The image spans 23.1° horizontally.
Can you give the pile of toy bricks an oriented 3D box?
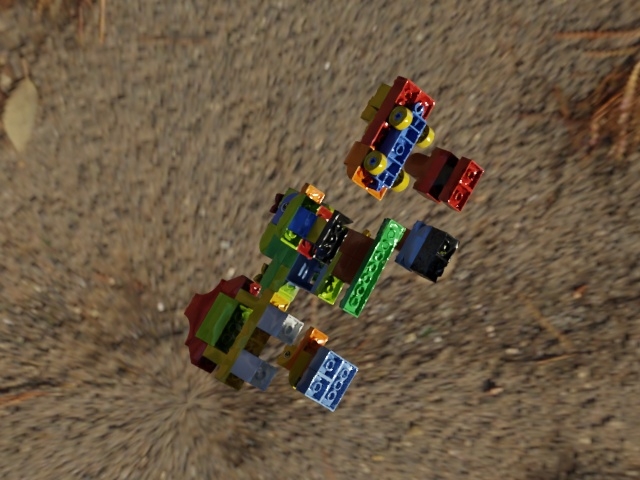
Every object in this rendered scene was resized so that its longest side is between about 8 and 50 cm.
[{"bbox_3d":[0.000,0.000,0.983,0.118,0.105,0.212,35,84,-45],"label":"pile of toy bricks"}]
